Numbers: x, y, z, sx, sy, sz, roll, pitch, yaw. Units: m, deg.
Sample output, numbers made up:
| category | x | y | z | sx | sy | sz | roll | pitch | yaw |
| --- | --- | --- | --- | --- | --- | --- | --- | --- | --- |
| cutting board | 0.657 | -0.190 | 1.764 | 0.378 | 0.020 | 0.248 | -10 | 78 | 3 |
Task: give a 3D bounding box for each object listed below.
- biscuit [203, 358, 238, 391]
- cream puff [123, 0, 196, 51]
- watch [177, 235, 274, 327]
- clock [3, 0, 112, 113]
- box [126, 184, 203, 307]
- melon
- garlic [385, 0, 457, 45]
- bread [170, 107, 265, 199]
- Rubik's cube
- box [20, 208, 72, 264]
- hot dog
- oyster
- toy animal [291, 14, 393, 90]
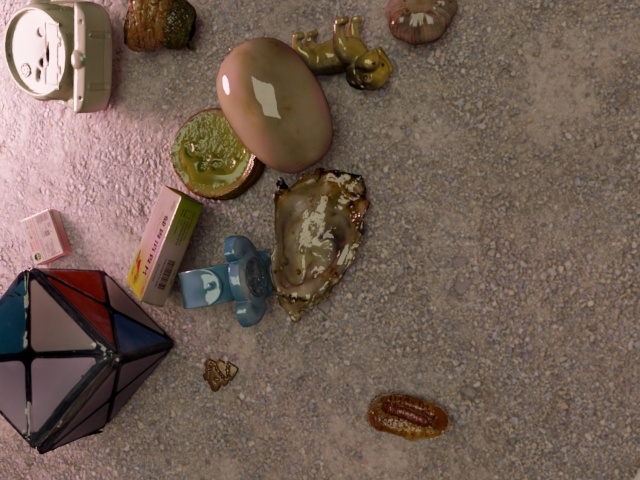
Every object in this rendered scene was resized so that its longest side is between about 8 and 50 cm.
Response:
| category | x | y | z | sx | sy | sz | roll | pitch | yaw |
| --- | --- | --- | --- | --- | --- | --- | --- | --- | --- |
| biscuit | -0.243 | 0.325 | 1.659 | 0.092 | 0.016 | 0.082 | -12 | 85 | 13 |
| cream puff | -0.376 | -0.529 | 1.654 | 0.169 | 0.183 | 0.183 | 15 | 92 | -11 |
| watch | -0.225 | 0.100 | 1.588 | 0.193 | 0.211 | 0.211 | -10 | 86 | 23 |
| clock | -0.666 | -0.464 | 1.690 | 0.324 | 0.108 | 0.265 | 14 | 110 | 24 |
| box | -0.375 | 0.009 | 1.619 | 0.062 | 0.175 | 0.261 | 21 | 93 | -29 |
| melon | -0.100 | -0.303 | 1.518 | 0.223 | 0.223 | 0.317 | -33 | 94 | 10 |
| garlic | 0.225 | -0.508 | 1.539 | 0.159 | 0.102 | 0.147 | -27 | 69 | -1 |
| bread | -0.246 | -0.208 | 1.647 | 0.236 | 0.070 | 0.236 | -1 | 87 | 13 |
| Rubik's cube | -0.589 | 0.266 | 1.588 | 0.307 | 0.305 | 0.310 | 40 | 97 | 11 |
| box | -0.706 | -0.009 | 1.754 | 0.089 | 0.043 | 0.125 | -21 | 84 | 11 |
| hot dog | 0.199 | 0.401 | 1.542 | 0.192 | 0.053 | 0.099 | 8 | 94 | 15 |
| oyster | 0.002 | 0.011 | 1.577 | 0.221 | 0.096 | 0.361 | 2 | 89 | 7 |
| toy animal | 0.047 | -0.428 | 1.569 | 0.233 | 0.121 | 0.169 | 1 | 107 | 17 |
